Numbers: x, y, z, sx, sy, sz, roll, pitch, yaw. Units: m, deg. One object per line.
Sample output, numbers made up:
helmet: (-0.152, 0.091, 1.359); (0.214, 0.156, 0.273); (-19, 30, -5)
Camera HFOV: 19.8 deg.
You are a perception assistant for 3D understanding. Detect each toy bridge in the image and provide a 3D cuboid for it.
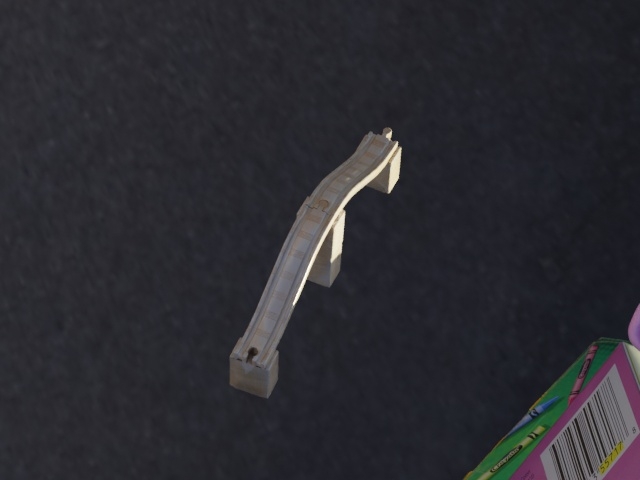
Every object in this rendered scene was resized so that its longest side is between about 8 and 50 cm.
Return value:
toy bridge: (0.000, 0.000, 1.046); (0.026, 0.188, 0.063); (22, 145, 14)

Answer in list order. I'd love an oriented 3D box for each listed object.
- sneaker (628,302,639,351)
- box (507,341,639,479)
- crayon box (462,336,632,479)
sneaker: (0.192, 0.054, 0.781); (0.119, 0.057, 0.047); (8, 116, -18)
box: (0.235, 0.205, 1.128); (0.243, 0.117, 0.213); (20, 122, -22)
crayon box: (0.214, 0.234, 1.542); (0.278, 0.081, 0.165); (-43, 113, -25)
